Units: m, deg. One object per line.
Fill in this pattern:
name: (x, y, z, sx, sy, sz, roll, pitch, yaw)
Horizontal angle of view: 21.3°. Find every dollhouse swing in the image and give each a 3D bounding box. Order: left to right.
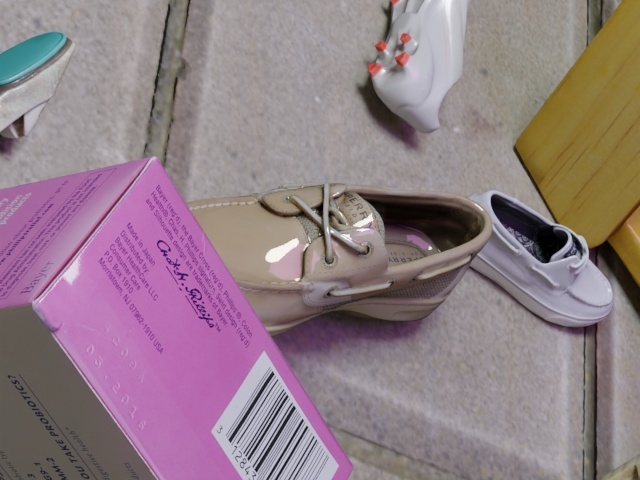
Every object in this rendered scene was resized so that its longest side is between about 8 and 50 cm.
dollhouse swing: (0.403, -0.098, 1.496, 0.305, 0.315, 0.347, 45, 43, 12)

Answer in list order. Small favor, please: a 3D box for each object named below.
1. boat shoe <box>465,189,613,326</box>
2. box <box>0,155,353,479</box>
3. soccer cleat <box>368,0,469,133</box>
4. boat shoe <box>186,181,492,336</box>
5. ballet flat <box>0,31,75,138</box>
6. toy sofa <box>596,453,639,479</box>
boat shoe: (0.183, 0.011, 1.389, 0.184, 0.063, 0.066, 35, 51, -25)
box: (-0.145, 0.090, 0.897, 0.214, 0.243, 0.117, 59, 42, -25)
soccer cleat: (0.091, -0.173, 1.400, 0.076, 0.068, 0.196, 50, 45, -33)
boat shoe: (0.000, 0.000, 1.187, 0.302, 0.098, 0.109, 3, 52, -44)
ballet flat: (-0.216, -0.078, 1.092, 0.168, 0.057, 0.052, -41, 127, -41)
toy sofa: (0.309, 0.251, 1.202, 0.150, 0.177, 0.362, 53, 13, -8)
